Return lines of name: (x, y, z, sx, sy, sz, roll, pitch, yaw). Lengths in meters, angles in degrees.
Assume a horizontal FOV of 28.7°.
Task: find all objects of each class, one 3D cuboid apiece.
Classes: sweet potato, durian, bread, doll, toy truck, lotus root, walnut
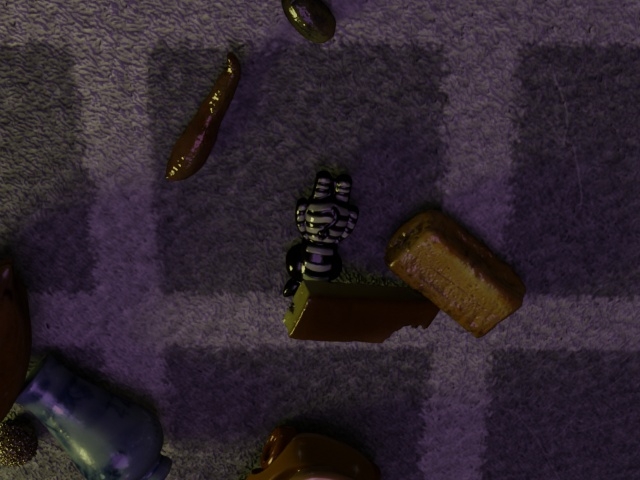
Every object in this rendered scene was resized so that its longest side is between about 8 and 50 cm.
sweet potato: (-0.153, -0.166, 1.709, 0.050, 0.050, 0.214, 24, 118, -14)
durian: (-0.483, 0.323, 1.966, 0.080, 0.080, 0.091, 37, 91, -19)
bread: (0.196, 0.046, 1.814, 0.211, 0.083, 0.114, 40, 115, -21)
doll: (0.000, 0.000, 1.797, 0.091, 0.067, 0.219, 7, 118, -9)
toy truck: (-0.022, 0.427, 1.957, 0.204, 0.212, 0.288, 26, 112, -13)
lotus root: (-0.020, -0.299, 1.635, 0.049, 0.054, 0.099, -43, 114, -2)
bread: (0.062, 0.106, 1.828, 0.226, 0.049, 0.088, 6, 126, -29)
walnut: (-0.512, 0.159, 1.808, 0.209, 0.209, 0.336, 27, 112, -15)

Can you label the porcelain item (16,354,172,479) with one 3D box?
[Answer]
porcelain item: (-0.343, 0.287, 1.924, 0.259, 0.141, 0.141, 43, 111, -12)
